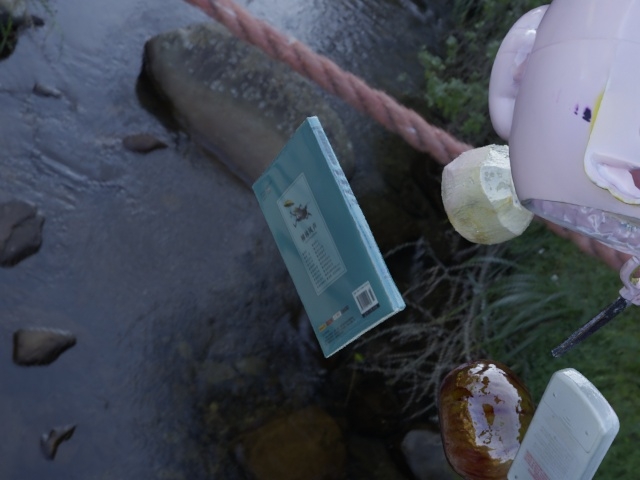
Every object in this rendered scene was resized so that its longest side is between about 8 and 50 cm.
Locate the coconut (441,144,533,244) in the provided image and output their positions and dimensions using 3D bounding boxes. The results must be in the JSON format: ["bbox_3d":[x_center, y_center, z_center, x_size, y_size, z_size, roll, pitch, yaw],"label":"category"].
[{"bbox_3d":[0.303,-0.083,1.512,0.194,0.194,0.194,21,45,-23],"label":"coconut"}]

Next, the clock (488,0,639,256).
[{"bbox_3d":[0.334,-0.102,0.713,0.368,0.250,0.377,18,-1,17],"label":"clock"}]

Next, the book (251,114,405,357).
[{"bbox_3d":[0.000,0.000,1.534,0.031,0.264,0.379,-14,73,-35],"label":"book"}]

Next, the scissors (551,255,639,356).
[{"bbox_3d":[0.485,0.090,1.336,0.160,0.317,0.024,24,34,-36],"label":"scissors"}]

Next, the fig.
[{"bbox_3d":[0.321,0.346,1.616,0.214,0.235,0.235,-31,72,-4],"label":"fig"}]

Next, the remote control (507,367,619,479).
[{"bbox_3d":[0.255,0.223,0.900,0.029,0.190,0.087,-11,41,-25],"label":"remote control"}]
